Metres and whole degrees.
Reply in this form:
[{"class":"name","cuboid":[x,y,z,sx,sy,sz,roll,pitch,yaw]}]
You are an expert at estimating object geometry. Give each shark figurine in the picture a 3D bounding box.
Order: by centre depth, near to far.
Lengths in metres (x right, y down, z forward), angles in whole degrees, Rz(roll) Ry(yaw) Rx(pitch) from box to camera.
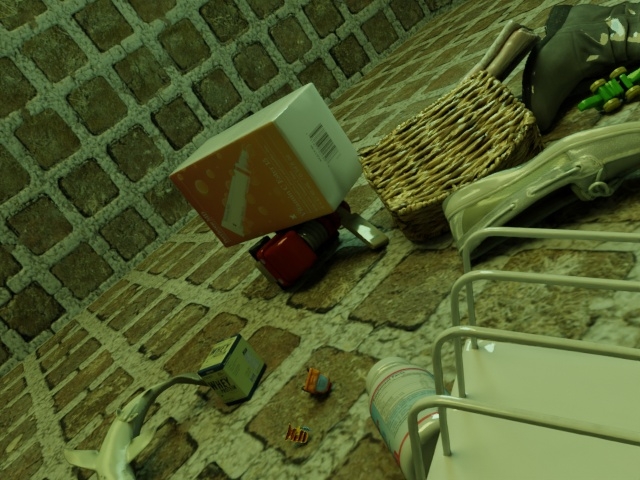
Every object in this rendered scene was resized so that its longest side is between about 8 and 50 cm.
[{"class":"shark figurine","cuboid":[-0.311,0.336,0.991,0.167,0.116,0.278,8,45,16]}]

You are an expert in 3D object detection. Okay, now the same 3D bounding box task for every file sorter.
[{"class":"file sorter","cuboid":[0.172,0.132,0.419,0.193,0.173,0.277,4,37,25]}]

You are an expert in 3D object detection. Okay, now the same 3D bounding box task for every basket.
[{"class":"basket","cuboid":[0.263,-0.119,1.080,0.299,0.223,0.213,-34,52,6]}]

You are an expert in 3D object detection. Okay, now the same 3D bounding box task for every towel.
[{"class":"towel","cuboid":[0.335,-0.326,1.247,0.317,0.053,0.332,-50,-8,28]}]

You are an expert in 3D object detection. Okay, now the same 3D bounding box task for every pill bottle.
[{"class":"pill bottle","cuboid":[0.103,0.189,0.624,0.087,0.087,0.160,-37,18,-2]}]

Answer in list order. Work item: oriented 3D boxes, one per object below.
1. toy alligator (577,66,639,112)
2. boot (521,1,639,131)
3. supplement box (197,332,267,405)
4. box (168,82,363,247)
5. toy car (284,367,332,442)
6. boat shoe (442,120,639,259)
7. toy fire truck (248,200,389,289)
[{"class":"toy alligator","cuboid":[0.553,-0.280,1.032,0.190,0.056,0.051,-31,-21,15]},{"class":"boot","cuboid":[0.537,-0.355,1.125,0.223,0.118,0.337,9,66,36]},{"class":"supplement box","cuboid":[-0.150,0.222,0.993,0.056,0.083,0.083,-25,21,31]},{"class":"box","cuboid":[-0.117,-0.147,1.226,0.346,0.215,0.168,-17,27,42]},{"class":"toy car","cuboid":[-0.014,0.238,0.822,0.041,0.060,0.121,13,56,7]},{"class":"boat shoe","cuboid":[0.336,-0.069,0.837,0.321,0.102,0.118,-23,-22,27]},{"class":"toy fire truck","cuboid":[0.000,0.000,1.212,0.217,0.158,0.246,-46,11,-28]}]
